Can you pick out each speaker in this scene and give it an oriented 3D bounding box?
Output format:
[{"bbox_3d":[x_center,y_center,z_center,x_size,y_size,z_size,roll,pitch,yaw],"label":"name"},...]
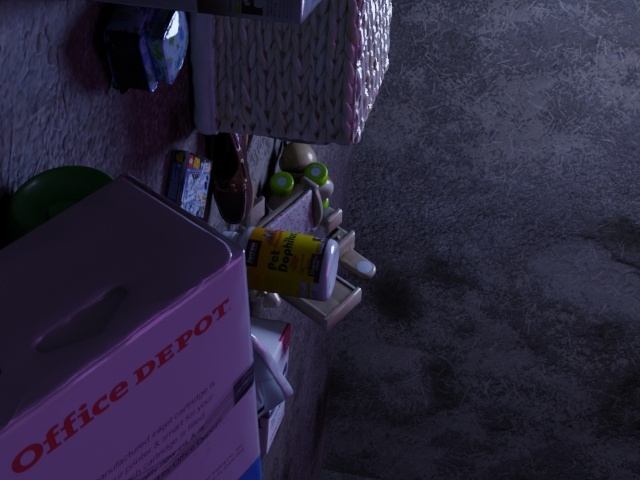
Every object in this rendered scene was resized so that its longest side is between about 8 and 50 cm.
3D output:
[{"bbox_3d":[-0.246,0.067,1.054,0.131,0.131,0.296,-73,168,-45],"label":"speaker"}]

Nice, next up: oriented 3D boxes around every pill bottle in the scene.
[{"bbox_3d":[-0.080,0.039,1.822,0.117,0.215,0.117,9,90,-82],"label":"pill bottle"}]

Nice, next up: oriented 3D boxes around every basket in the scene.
[{"bbox_3d":[-0.036,-0.366,1.554,0.328,0.266,0.331,-69,163,-53],"label":"basket"}]

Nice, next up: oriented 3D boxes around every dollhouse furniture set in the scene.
[{"bbox_3d":[0.000,0.000,2.039,0.303,0.174,0.355,-42,152,-30],"label":"dollhouse furniture set"}]

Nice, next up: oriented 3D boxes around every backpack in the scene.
[{"bbox_3d":[-0.202,-0.244,1.171,0.105,0.084,0.114,88,11,-61],"label":"backpack"}]

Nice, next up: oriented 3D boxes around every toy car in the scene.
[{"bbox_3d":[-0.064,-0.162,2.172,0.155,0.149,0.188,89,-16,-65],"label":"toy car"}]

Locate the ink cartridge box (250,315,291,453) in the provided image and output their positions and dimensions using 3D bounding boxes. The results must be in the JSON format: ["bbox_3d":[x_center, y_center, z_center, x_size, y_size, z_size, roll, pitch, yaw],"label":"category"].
[{"bbox_3d":[-0.134,0.310,2.125,0.172,0.100,0.237,-62,158,-65],"label":"ink cartridge box"}]

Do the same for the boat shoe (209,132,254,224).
[{"bbox_3d":[-0.156,-0.116,1.665,0.073,0.073,0.207,-63,153,-59],"label":"boat shoe"}]

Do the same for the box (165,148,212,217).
[{"bbox_3d":[-0.202,-0.086,1.522,0.137,0.027,0.094,15,85,-82],"label":"box"}]

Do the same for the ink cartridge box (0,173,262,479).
[{"bbox_3d":[-0.210,0.180,0.916,0.285,0.166,0.395,-38,146,-33],"label":"ink cartridge box"}]

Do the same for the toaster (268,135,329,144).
[{"bbox_3d":[-0.041,-0.278,1.922,0.110,0.168,0.185,77,22,-70],"label":"toaster"}]

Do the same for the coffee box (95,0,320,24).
[{"bbox_3d":[-0.124,-0.308,1.068,0.141,0.246,0.098,-67,164,-63],"label":"coffee box"}]

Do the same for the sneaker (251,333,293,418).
[{"bbox_3d":[-0.164,0.264,1.908,0.151,0.094,0.256,-42,127,-15],"label":"sneaker"}]
